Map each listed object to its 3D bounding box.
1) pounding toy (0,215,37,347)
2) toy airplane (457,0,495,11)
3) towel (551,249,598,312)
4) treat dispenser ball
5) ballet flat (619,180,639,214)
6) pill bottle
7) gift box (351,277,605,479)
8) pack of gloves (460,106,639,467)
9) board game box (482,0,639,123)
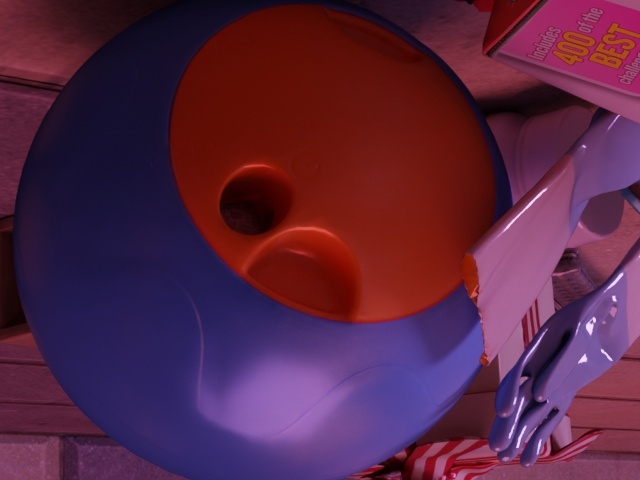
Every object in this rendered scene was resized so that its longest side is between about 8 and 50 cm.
[{"bbox_3d":[-0.203,0.040,1.356,0.141,0.130,0.100,-14,162,39],"label":"pounding toy"},{"bbox_3d":[0.115,-0.150,0.867,0.151,0.028,0.151,-2,165,-1],"label":"toy airplane"},{"bbox_3d":[0.171,0.073,1.772,0.312,0.056,0.324,-10,163,17],"label":"towel"},{"bbox_3d":[-0.031,-0.001,0.897,0.288,0.288,0.288,-3,166,-1],"label":"treat dispenser ball"},{"bbox_3d":[0.332,-0.061,1.137,0.147,0.147,0.409,-12,167,32],"label":"ballet flat"},{"bbox_3d":[0.113,-0.030,1.167,0.208,0.119,0.119,-14,162,37],"label":"pill bottle"},{"bbox_3d":[0.112,0.115,1.467,0.276,0.258,0.255,-9,165,27],"label":"gift box"},{"bbox_3d":[0.145,0.006,0.893,0.046,0.232,0.195,24,142,33],"label":"pack of gloves"},{"bbox_3d":[0.273,-0.104,0.748,0.316,0.064,0.242,22,154,-13],"label":"board game box"}]
